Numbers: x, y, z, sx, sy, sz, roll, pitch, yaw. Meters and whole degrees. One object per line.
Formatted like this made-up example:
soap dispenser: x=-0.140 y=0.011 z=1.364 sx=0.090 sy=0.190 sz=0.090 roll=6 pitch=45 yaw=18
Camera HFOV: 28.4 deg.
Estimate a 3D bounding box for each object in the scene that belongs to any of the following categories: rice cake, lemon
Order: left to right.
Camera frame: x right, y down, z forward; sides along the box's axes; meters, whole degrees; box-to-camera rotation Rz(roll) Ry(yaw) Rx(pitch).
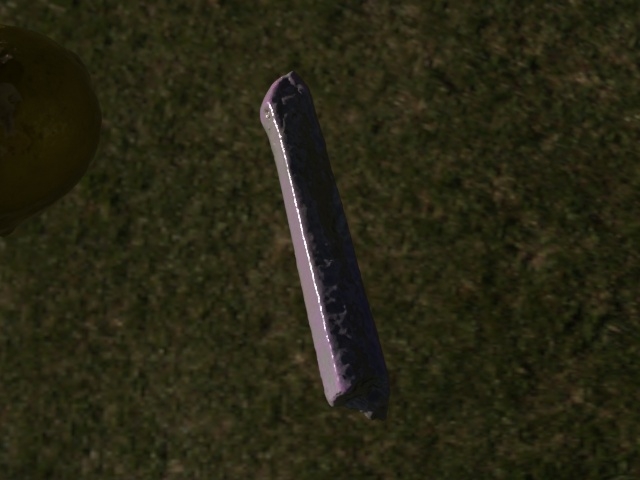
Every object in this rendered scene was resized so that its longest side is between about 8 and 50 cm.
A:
lemon: x=-0.444 y=-0.143 z=1.684 sx=0.285 sy=0.316 sz=0.285 roll=9 pitch=122 yaw=14
rice cake: x=-0.001 y=0.000 z=1.346 sx=0.070 sy=0.064 sz=0.399 roll=109 pitch=149 yaw=-63
